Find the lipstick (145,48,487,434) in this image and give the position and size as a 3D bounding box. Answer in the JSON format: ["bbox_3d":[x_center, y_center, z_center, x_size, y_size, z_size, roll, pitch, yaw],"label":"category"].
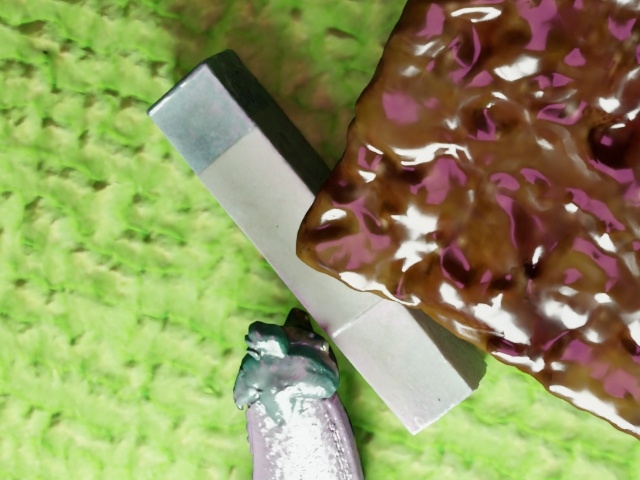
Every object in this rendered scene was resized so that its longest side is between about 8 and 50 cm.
[{"bbox_3d":[0.000,0.000,1.250,0.068,0.066,0.317,-39,92,21],"label":"lipstick"}]

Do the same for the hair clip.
[{"bbox_3d":[-0.023,0.220,1.313,0.110,0.095,0.359,-7,113,-27],"label":"hair clip"}]

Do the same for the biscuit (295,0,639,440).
[{"bbox_3d":[0.219,-0.056,1.111,0.395,0.166,0.343,28,115,4],"label":"biscuit"}]
